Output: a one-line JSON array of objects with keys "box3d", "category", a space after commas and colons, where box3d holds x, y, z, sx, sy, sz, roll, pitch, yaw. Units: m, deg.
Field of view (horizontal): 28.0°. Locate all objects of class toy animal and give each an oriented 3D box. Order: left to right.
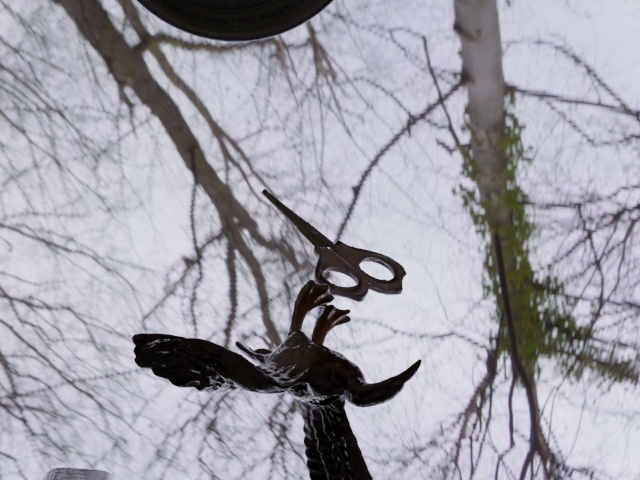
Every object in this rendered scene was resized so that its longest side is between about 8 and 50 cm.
[{"box3d": [-0.008, 0.103, 1.037, 0.197, 0.272, 0.160, -33, -146, 25], "category": "toy animal"}]

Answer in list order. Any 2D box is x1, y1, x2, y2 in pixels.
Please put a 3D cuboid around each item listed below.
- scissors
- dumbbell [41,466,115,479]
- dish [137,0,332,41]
[{"box3d": [0.000, 0.000, 1.237, 0.100, 0.015, 0.189, -12, -138, -39], "category": "scissors"}, {"box3d": [-0.329, 0.258, 1.070, 0.316, 0.144, 0.156, 6, -120, -9], "category": "dumbbell"}, {"box3d": [-0.094, -0.336, 1.222, 0.273, 0.273, 0.134, -38, -153, -5], "category": "dish"}]
